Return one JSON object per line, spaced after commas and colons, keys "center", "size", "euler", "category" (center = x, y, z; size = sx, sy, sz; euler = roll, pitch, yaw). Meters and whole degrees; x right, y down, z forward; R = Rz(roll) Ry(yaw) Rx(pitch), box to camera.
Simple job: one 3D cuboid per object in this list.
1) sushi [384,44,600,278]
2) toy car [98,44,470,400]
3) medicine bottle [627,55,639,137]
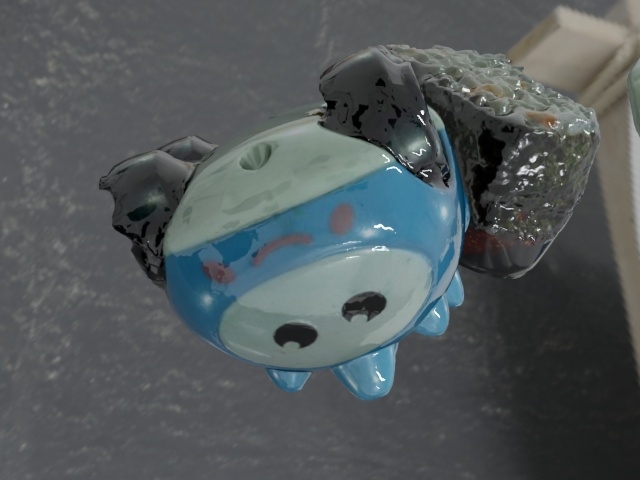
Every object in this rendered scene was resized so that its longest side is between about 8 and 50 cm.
{"center": [0.117, -0.075, 1.029], "size": [0.136, 0.126, 0.225], "euler": [3, 28, -24], "category": "sushi"}
{"center": [0.000, 0.000, 0.789], "size": [0.188, 0.255, 0.190], "euler": [-23, 95, 5], "category": "toy car"}
{"center": [0.173, -0.053, 0.455], "size": [0.074, 0.118, 0.055], "euler": [-36, 113, -58], "category": "medicine bottle"}
